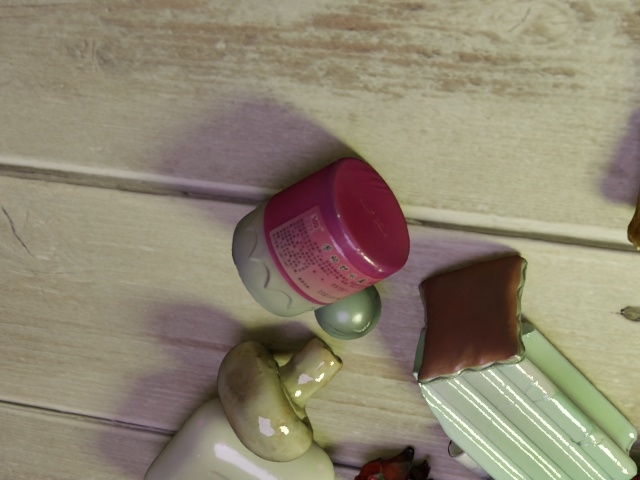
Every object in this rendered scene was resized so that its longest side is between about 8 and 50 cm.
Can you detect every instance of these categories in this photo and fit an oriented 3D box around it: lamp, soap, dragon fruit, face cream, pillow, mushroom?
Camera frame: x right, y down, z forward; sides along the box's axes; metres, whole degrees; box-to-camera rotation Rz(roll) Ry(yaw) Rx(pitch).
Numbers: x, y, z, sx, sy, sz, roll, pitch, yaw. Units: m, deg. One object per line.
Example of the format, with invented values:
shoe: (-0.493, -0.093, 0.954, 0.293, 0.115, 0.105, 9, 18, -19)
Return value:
lamp: (0.040, 0.099, 1.431, 0.105, 0.105, 0.105, 9, 129, 11)
soap: (0.303, 0.259, 1.465, 0.347, 0.115, 0.208, 43, 128, -17)
dragon fruit: (0.124, 0.440, 1.665, 0.141, 0.121, 0.130, 0, 138, -14)
face cream: (0.000, 0.000, 1.321, 0.194, 0.175, 0.175, -29, 114, 31)
pillow: (0.217, 0.115, 1.345, 0.171, 0.179, 0.075, -19, 135, 31)
mushroom: (-0.071, 0.249, 1.553, 0.206, 0.209, 0.206, 34, 150, 23)
face cream: (0.324, 0.403, 1.614, 0.243, 0.058, 0.092, 37, 123, -19)

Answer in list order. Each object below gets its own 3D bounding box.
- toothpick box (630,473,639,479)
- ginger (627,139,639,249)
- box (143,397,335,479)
toothpick box: (0.434, 0.507, 1.488, 0.333, 0.204, 0.204, -24, 119, 4)
ginger: (0.476, -0.117, 1.090, 0.375, 0.166, 0.236, -30, 114, 38)
box: (-0.156, 0.444, 1.737, 0.288, 0.141, 0.349, 33, 130, -8)
